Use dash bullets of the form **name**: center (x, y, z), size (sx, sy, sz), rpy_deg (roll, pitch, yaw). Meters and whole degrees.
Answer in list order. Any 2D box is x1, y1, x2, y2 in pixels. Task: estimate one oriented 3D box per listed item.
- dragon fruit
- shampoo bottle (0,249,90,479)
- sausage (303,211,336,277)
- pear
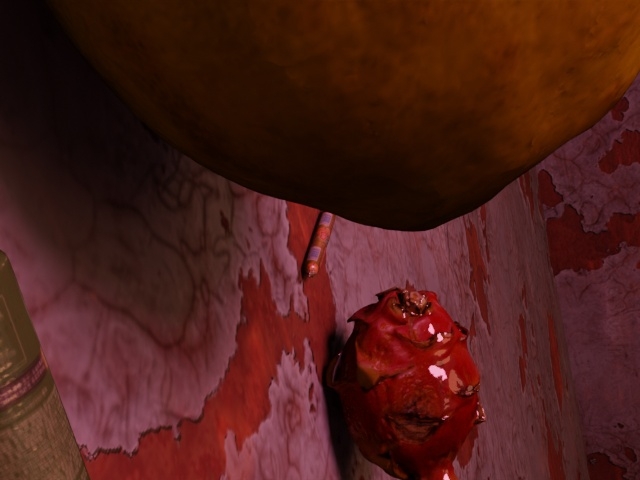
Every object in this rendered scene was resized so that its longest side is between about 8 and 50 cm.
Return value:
- **dragon fruit**: center (0.084, 0.163, 0.867), size (0.125, 0.126, 0.246), rpy_deg (127, -55, -73)
- **shampoo bottle**: center (-0.133, 0.062, 0.389), size (0.065, 0.065, 0.204), rpy_deg (-58, 137, -62)
- **sausage**: center (0.000, 0.000, 0.880), size (0.100, 0.015, 0.015), rpy_deg (-72, 149, -52)
- **pear**: center (0.014, -0.205, 0.506), size (0.413, 0.352, 0.352), rpy_deg (62, 27, -30)
